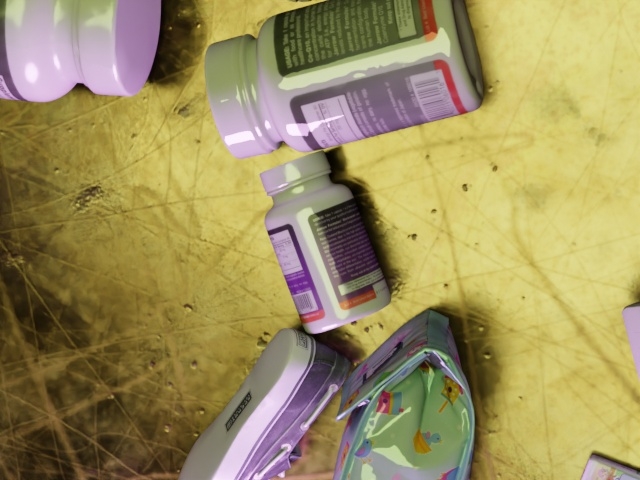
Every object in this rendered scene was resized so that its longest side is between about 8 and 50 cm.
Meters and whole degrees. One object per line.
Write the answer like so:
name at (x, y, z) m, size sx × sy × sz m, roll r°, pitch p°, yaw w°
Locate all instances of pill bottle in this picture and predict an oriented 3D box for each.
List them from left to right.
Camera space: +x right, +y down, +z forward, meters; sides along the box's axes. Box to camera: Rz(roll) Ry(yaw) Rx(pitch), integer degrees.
pill bottle at (-0.379, -0.269, 1.896) m, size 0.363 × 0.210 × 0.210 m, roll 7°, pitch 98°, yaw 11°
pill bottle at (0.000, 0.000, 1.897) m, size 0.108 × 0.108 × 0.193 m, roll -20°, pitch 92°, yaw 14°
pill bottle at (0.026, -0.190, 1.843) m, size 0.283 × 0.161 × 0.161 m, roll -13°, pitch 94°, yaw 13°

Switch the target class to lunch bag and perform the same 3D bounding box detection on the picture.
lunch bag at (0.094, 0.216, 1.843) m, size 0.160 × 0.223 × 0.262 m, roll 11°, pitch 99°, yaw 3°

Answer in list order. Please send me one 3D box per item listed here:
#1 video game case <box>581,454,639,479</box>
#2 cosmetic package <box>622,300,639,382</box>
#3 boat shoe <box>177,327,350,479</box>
video game case at (0.366, 0.377, 1.906) m, size 0.193 × 0.023 × 0.212 m, roll 21°, pitch 101°, yaw 9°
cosmetic package at (0.482, 0.228, 1.749) m, size 0.156 × 0.217 × 0.384 m, roll -15°, pitch 91°, yaw -28°
boat shoe at (-0.071, 0.238, 1.949) m, size 0.102 × 0.108 × 0.301 m, roll 27°, pitch 108°, yaw -22°
